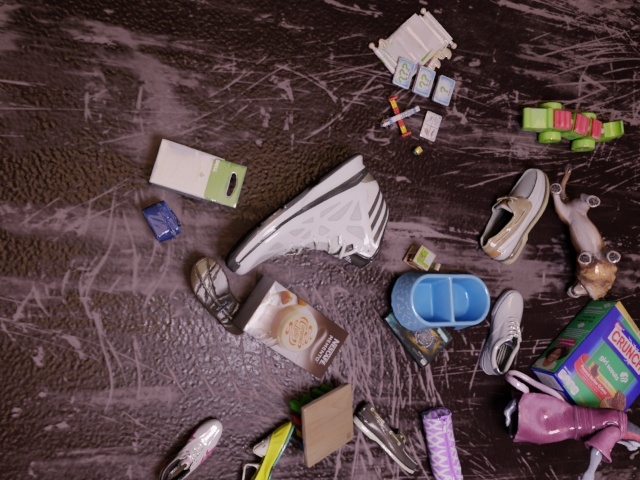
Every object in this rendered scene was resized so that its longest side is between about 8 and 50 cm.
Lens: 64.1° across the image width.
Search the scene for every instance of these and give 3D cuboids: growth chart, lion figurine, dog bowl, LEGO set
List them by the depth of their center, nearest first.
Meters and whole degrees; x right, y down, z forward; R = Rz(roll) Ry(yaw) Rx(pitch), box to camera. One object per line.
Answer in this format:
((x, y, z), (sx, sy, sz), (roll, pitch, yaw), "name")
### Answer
((0.339, 0.164, 1.402), (0.297, 0.074, 0.165), (3, 81, -24), "dog bowl")
((0.271, -0.367, 1.424), (0.183, 0.060, 0.244), (18, 89, -16), "LEGO set")
((0.271, -0.548, 1.455), (0.237, 0.021, 0.172), (-40, 100, -15), "growth chart")
((0.782, -0.017, 1.526), (0.142, 0.240, 0.391), (-12, 78, 20), "lion figurine")

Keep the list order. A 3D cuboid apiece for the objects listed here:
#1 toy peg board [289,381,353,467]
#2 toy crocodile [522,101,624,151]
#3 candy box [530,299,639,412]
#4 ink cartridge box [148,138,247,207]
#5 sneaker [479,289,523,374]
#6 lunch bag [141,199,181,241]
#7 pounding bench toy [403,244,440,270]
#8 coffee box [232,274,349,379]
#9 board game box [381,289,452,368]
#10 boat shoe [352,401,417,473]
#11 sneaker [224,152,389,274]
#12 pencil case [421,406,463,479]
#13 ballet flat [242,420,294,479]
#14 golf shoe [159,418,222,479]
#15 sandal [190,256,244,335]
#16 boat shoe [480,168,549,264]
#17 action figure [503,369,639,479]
((-0.001, 0.452, 1.295), (0.161, 0.079, 0.160), (-15, 108, -41), "toy peg board")
((0.764, -0.350, 1.560), (0.341, 0.105, 0.115), (8, 86, -17), "toy crocodile")
((0.840, 0.380, 1.550), (0.317, 0.122, 0.268), (-42, 100, -16), "candy box")
((-0.296, -0.157, 1.239), (0.209, 0.062, 0.108), (17, 83, -17), "ink cartridge box")
((0.542, 0.268, 1.475), (0.094, 0.091, 0.258), (20, 82, -16), "sneaker")
((-0.370, -0.043, 1.209), (0.065, 0.067, 0.098), (-30, 98, -16), "lunch bag")
((0.283, 0.057, 1.414), (0.083, 0.065, 0.052), (35, 78, -14), "pounding bench toy")
((-0.070, 0.213, 1.260), (0.247, 0.098, 0.141), (37, 79, -23), "coffee box")
((0.271, 0.245, 1.424), (0.126, 0.026, 0.186), (-40, 99, -15), "board game box")
((0.183, 0.525, 1.358), (0.228, 0.081, 0.068), (44, 80, -9), "boat shoe")
((0.001, 0.000, 1.272), (0.448, 0.169, 0.257), (-38, 97, -18), "sneaker")
((0.337, 0.562, 1.402), (0.086, 0.088, 0.206), (-13, 93, -25), "pencil case")
((-0.142, 0.549, 1.262), (0.077, 0.077, 0.230), (23, 83, 0), "ballet flat")
((-0.299, 0.505, 1.204), (0.067, 0.086, 0.186), (46, 75, -10), "golf shoe")
((-0.248, 0.137, 1.251), (0.090, 0.060, 0.219), (-40, 115, -17), "sandal")
((0.563, -0.084, 1.483), (0.103, 0.113, 0.302), (28, 81, -21), "boat shoe")
((0.705, 0.487, 1.396), (0.370, 0.248, 0.275), (-3, 91, 24), "action figure")
